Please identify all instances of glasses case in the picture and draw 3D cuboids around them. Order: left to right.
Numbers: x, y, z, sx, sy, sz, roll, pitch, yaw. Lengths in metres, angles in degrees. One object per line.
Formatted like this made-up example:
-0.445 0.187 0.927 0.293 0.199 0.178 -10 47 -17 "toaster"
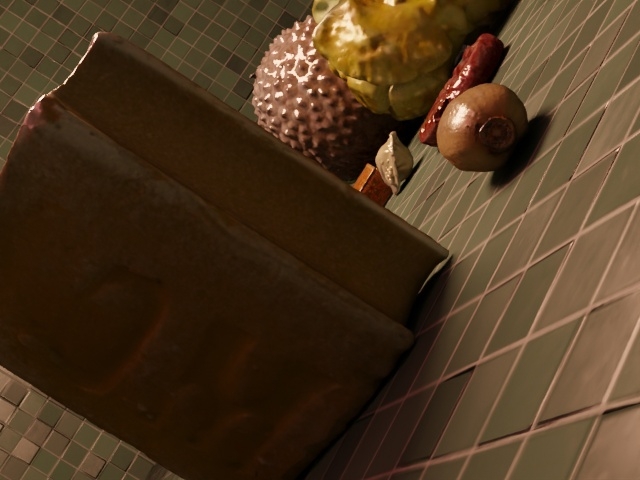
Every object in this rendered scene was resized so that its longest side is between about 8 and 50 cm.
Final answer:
0.029 -0.004 1.573 0.218 0.049 0.075 -58 3 3 "glasses case"

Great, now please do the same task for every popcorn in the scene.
0.120 -0.308 1.568 0.276 0.276 0.225 -58 -31 1 "popcorn"

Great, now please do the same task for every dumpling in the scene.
0.094 -0.097 1.460 0.076 0.052 0.057 -57 -2 36 "dumpling"

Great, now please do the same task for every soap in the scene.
-0.108 0.040 0.905 0.293 0.335 0.156 -49 9 44 "soap"

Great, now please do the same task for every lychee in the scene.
0.035 -0.244 1.841 0.300 0.300 0.300 -57 4 6 "lychee"

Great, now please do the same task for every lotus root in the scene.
0.125 -0.088 0.873 0.073 0.062 0.150 -57 5 4 "lotus root"

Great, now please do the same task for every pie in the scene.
0.165 -0.176 1.319 0.154 0.036 0.154 -59 3 5 "pie"

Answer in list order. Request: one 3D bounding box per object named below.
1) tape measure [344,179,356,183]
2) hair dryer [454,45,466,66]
0.074 -0.190 2.263 0.154 0.087 0.177 -58 1 7 "tape measure"
0.217 -0.310 1.805 0.114 0.037 0.063 -50 -4 -48 "hair dryer"
